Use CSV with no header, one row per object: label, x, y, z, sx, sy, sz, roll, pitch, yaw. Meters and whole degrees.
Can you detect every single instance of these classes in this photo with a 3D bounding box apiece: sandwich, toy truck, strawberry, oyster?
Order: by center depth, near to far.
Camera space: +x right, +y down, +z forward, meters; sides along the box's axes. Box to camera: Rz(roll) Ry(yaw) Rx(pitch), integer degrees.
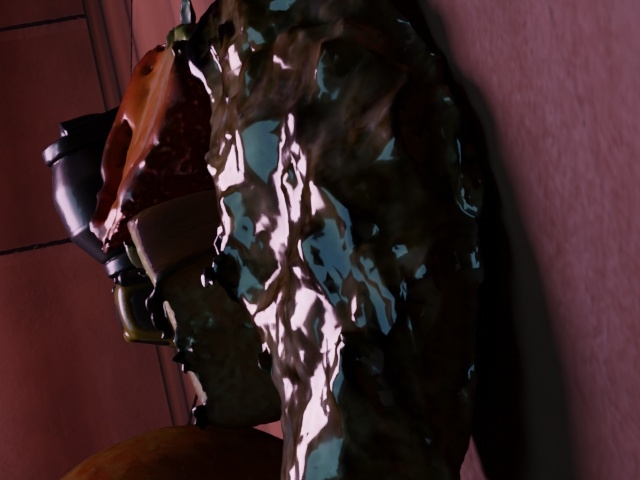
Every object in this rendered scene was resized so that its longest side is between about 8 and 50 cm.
oyster,0.006,0.000,0.648,0.204,0.111,0.396,105,155,-61
sandwich,-0.055,0.027,0.935,0.236,0.128,0.122,-132,28,-71
strawberry,-0.105,-0.084,1.075,0.140,0.085,0.192,-39,38,46
toy truck,-0.135,-0.004,1.198,0.147,0.165,0.224,148,110,-78

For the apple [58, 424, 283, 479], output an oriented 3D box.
apple,-0.068,0.266,0.863,0.309,0.277,0.250,62,150,10
